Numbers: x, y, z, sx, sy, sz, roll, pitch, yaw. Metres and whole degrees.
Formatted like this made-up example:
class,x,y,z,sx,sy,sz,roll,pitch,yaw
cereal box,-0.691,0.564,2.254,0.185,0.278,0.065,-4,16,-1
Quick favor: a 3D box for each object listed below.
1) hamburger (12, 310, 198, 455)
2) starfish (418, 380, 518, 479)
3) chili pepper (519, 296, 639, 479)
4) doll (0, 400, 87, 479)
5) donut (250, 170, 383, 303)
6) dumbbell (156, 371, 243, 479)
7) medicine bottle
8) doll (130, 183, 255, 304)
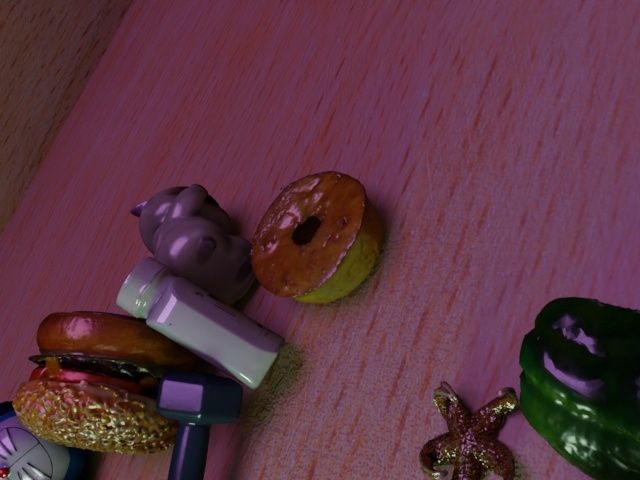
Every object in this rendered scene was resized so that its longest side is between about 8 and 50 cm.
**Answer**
class,x,y,z,sx,sy,sz,roll,pitch,yaw
hamburger,-0.412,0.283,1.119,0.330,0.330,0.250,-10,65,40
starfish,0.191,0.276,0.736,0.146,0.074,0.189,2,66,46
chili pepper,0.370,0.175,0.560,0.385,0.167,0.213,19,81,47
doll,-0.620,0.455,1.290,0.310,0.284,0.240,-50,-1,-13
donut,-0.001,-0.001,1.072,0.278,0.108,0.277,-24,50,32
dumbbell,-0.226,0.387,0.964,0.144,0.160,0.324,-5,71,42
medicine bottle,-0.213,0.148,1.036,0.111,0.296,0.161,-60,-3,-4
doll,-0.277,0.010,1.254,0.226,0.215,0.370,-57,40,24
